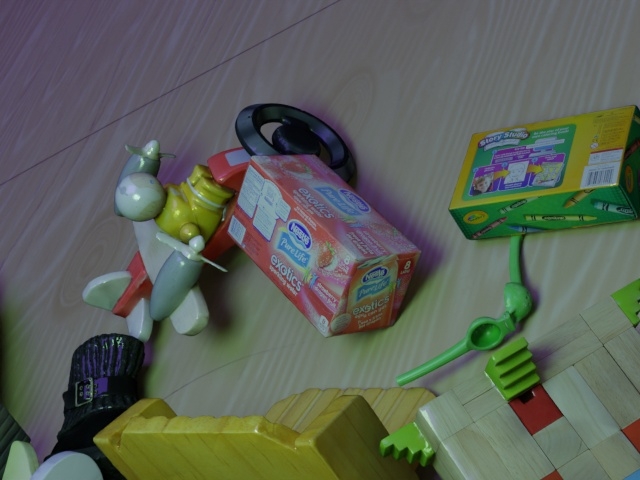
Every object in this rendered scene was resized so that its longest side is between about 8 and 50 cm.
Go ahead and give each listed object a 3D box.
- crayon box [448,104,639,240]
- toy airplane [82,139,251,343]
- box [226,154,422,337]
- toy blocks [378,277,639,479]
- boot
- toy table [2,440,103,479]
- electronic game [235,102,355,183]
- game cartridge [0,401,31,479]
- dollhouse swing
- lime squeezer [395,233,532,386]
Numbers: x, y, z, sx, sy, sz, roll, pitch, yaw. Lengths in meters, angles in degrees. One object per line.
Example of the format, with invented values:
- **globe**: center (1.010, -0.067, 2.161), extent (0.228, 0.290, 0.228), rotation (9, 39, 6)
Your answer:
- **crayon box**: center (0.347, -0.100, 1.767), extent (0.279, 0.081, 0.165), rotation (-8, 45, 35)
- **toy airplane**: center (-0.281, -0.012, 2.070), extent (0.386, 0.272, 0.384), rotation (0, 57, 39)
- **box**: center (0.000, 0.000, 1.848), extent (0.300, 0.142, 0.154), rotation (44, 127, 39)
- **toy blocks**: center (0.302, 0.253, 1.401), extent (0.381, 0.190, 0.261), rotation (-28, 68, -15)
- **boot**: center (-0.321, 0.279, 1.966), extent (0.348, 0.131, 0.260), rotation (-11, 50, 33)
- **toy table**: center (-0.462, 0.458, 1.835), extent (0.161, 0.252, 0.274), rotation (5, 65, 38)
- **electronic game**: center (-0.044, -0.168, 2.064), extent (0.048, 0.229, 0.229), rotation (-61, 31, 32)
- **game cartridge**: center (-0.611, 0.415, 1.849), extent (0.068, 0.230, 0.355), rotation (26, 66, 19)
- **dollhouse swing**: center (-0.042, 0.236, 1.587), extent (0.347, 0.315, 0.305), rotation (-6, 42, 34)
- **lime squeezer**: center (0.237, 0.105, 1.696), extent (0.110, 0.059, 0.310), rotation (27, 65, 32)
